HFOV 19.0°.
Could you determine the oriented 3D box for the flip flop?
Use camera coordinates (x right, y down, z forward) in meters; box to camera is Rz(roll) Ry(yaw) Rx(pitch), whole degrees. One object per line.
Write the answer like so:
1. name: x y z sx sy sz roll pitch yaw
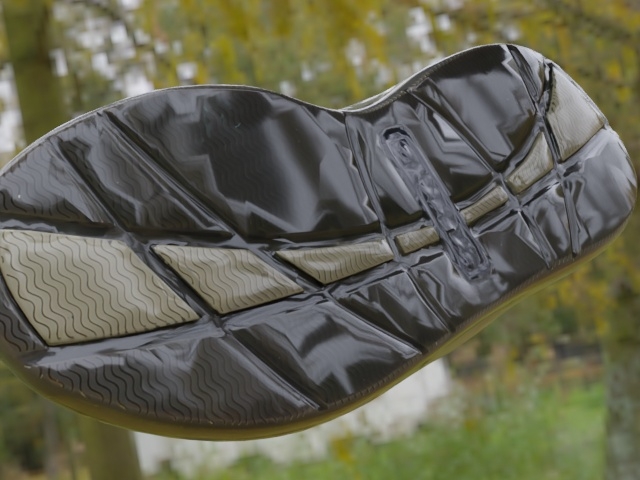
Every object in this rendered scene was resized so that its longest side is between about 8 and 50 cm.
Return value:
1. flip flop: 0.000 0.000 0.629 0.277 0.112 0.080 -21 -10 -46
